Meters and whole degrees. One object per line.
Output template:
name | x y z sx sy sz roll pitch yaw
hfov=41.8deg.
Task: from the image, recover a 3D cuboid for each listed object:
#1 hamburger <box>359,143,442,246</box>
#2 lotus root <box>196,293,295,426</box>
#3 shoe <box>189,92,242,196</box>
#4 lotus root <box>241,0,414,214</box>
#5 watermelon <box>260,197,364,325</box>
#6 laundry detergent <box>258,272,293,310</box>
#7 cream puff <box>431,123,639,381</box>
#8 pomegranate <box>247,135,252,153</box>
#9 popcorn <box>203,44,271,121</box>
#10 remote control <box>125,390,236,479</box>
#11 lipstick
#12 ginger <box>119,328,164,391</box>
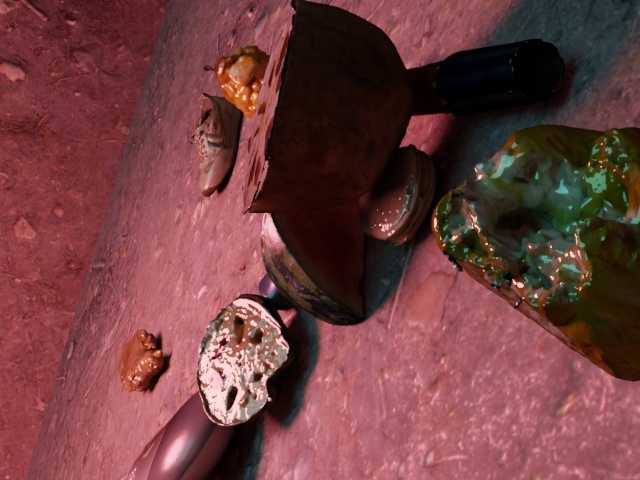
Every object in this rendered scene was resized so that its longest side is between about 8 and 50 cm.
hamburger | 0.102 -0.058 1.075 0.140 0.063 0.133 8 81 65
lotus root | -0.102 0.189 1.285 0.183 0.078 0.203 -42 46 19
shoe | -0.254 -0.229 1.964 0.103 0.098 0.274 -45 34 52
lotus root | 0.007 -0.150 1.048 0.272 0.192 0.272 -172 90 -72
watermelon | -0.019 0.014 1.177 0.136 0.207 0.202 -21 30 28
laundry detergent | -0.045 0.040 1.319 0.206 0.061 0.096 -57 28 28
cream puff | 0.218 -0.001 0.648 0.221 0.195 0.194 43 111 47
pomegranate | -0.110 -0.182 1.634 0.073 0.073 0.084 -63 24 16
popcorn | -0.132 -0.327 1.730 0.140 0.163 0.194 -51 -9 -2
remote control | -0.235 0.359 1.390 0.332 0.103 0.221 -48 12 33
lipstick | 0.152 -0.193 1.058 0.418 0.077 0.077 14 84 68
ginger | -0.410 0.286 1.917 0.213 0.074 0.137 27 96 61
